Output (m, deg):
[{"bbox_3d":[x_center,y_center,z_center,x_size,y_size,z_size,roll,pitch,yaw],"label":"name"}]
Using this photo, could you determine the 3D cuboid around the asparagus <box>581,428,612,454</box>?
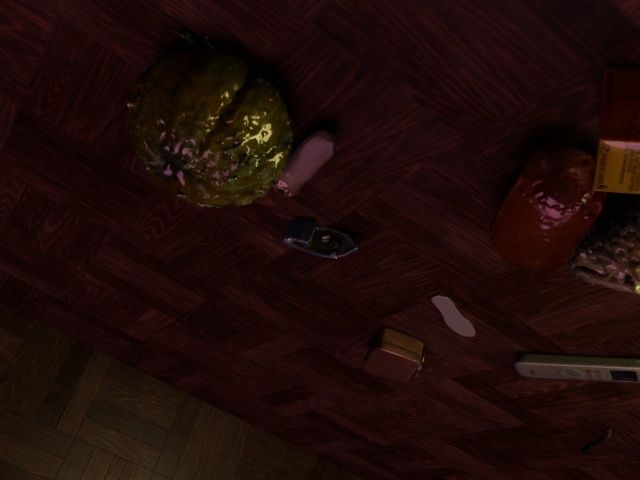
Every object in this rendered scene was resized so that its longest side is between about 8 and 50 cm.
[{"bbox_3d":[0.827,0.604,2.025,0.022,0.023,0.233,-24,151,-15],"label":"asparagus"}]

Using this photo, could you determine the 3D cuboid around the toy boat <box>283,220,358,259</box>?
[{"bbox_3d":[0.000,0.000,1.482,0.172,0.069,0.059,16,157,14],"label":"toy boat"}]

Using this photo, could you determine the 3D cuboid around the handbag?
[{"bbox_3d":[0.205,0.322,1.872,0.151,0.072,0.193,19,147,-1],"label":"handbag"}]

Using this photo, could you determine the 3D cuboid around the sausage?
[{"bbox_3d":[0.372,-0.048,1.129,0.141,0.153,0.268,25,150,11],"label":"sausage"}]

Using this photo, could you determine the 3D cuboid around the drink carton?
[{"bbox_3d":[0.553,-0.138,0.893,0.351,0.155,0.111,6,146,20],"label":"drink carton"}]

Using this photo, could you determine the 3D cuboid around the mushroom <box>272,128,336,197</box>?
[{"bbox_3d":[-0.031,-0.151,1.266,0.084,0.071,0.209,36,143,-14],"label":"mushroom"}]

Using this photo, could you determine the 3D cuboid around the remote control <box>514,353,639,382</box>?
[{"bbox_3d":[0.635,0.313,1.659,0.309,0.038,0.090,-2,143,30],"label":"remote control"}]

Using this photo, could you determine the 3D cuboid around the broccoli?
[{"bbox_3d":[0.536,0.037,1.065,0.247,0.246,0.288,-21,161,2],"label":"broccoli"}]

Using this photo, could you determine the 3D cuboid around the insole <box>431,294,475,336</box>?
[{"bbox_3d":[0.326,0.187,1.660,0.065,0.004,0.197,-8,140,36],"label":"insole"}]

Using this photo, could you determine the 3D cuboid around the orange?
[{"bbox_3d":[-0.202,-0.179,1.174,0.300,0.223,0.301,33,147,-12],"label":"orange"}]
